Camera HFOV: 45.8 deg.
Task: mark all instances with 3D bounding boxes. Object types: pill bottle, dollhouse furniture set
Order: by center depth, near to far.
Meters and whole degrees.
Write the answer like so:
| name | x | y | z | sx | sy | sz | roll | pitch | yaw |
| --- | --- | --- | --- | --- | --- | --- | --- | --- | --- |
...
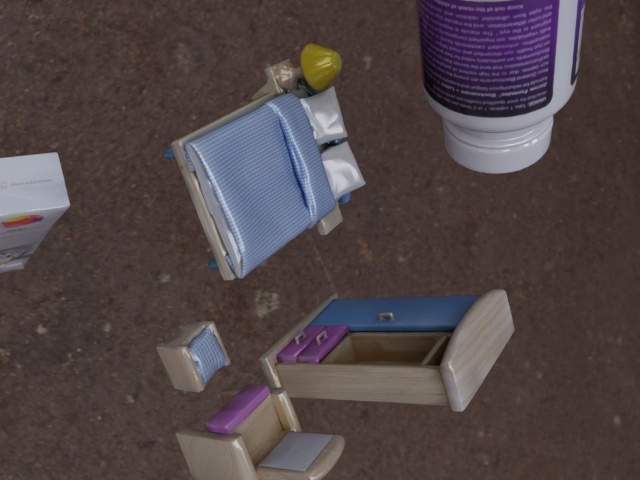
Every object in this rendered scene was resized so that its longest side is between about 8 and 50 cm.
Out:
| name | x | y | z | sx | sy | sz | roll | pitch | yaw |
| --- | --- | --- | --- | --- | --- | --- | --- | --- | --- |
| pill bottle | 0.119 | -0.142 | 0.509 | 0.108 | 0.108 | 0.193 | -55 | 149 | -32 |
| dollhouse furniture set | 0.000 | 0.000 | 0.636 | 0.286 | 0.198 | 0.303 | -39 | 116 | -50 |

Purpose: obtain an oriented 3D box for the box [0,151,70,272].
| name | x | y | z | sx | sy | sz | roll | pitch | yaw |
| --- | --- | --- | --- | --- | --- | --- | --- | --- | --- |
| box | -0.253 | -0.003 | 0.483 | 0.145 | 0.186 | 0.038 | -11 | 84 | -30 |
